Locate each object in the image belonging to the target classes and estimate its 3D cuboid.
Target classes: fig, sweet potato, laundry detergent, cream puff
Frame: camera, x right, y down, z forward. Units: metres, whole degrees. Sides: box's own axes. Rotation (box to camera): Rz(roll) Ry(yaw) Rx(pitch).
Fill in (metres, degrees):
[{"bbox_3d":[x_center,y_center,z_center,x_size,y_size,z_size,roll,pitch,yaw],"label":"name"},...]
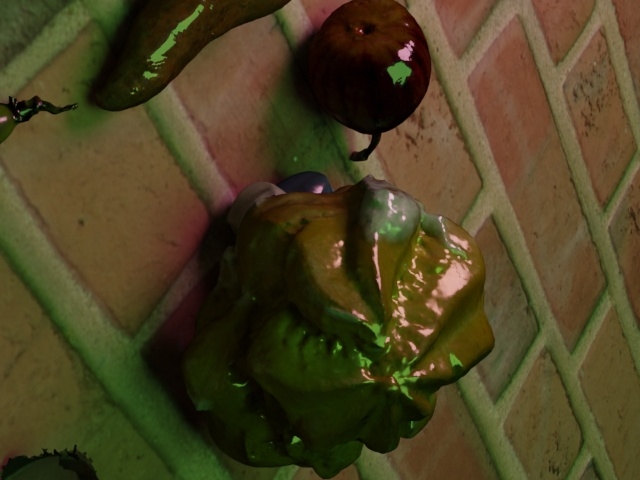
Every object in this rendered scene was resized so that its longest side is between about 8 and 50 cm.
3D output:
[{"bbox_3d":[0.067,-0.190,1.408,0.149,0.148,0.202,-72,142,-69],"label":"fig"},{"bbox_3d":[-0.132,-0.239,1.216,0.292,0.097,0.097,-40,127,-27],"label":"sweet potato"},{"bbox_3d":[0.000,0.000,1.414,0.290,0.094,0.143,29,85,-49],"label":"laundry detergent"},{"bbox_3d":[0.034,0.119,1.268,0.378,0.275,0.378,-21,136,-22],"label":"cream puff"}]

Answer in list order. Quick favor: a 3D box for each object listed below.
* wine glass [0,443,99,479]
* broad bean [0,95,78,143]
[{"bbox_3d":[-0.193,0.368,1.194,0.357,0.190,0.190,50,60,-38],"label":"wine glass"},{"bbox_3d":[-0.361,-0.095,0.988,0.325,0.067,0.075,-13,138,-51],"label":"broad bean"}]
